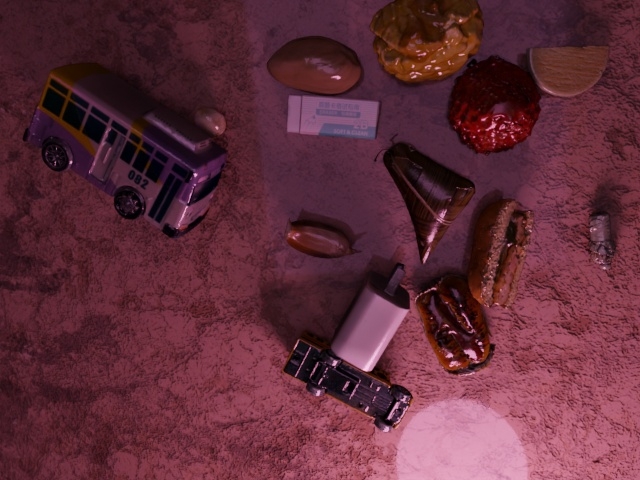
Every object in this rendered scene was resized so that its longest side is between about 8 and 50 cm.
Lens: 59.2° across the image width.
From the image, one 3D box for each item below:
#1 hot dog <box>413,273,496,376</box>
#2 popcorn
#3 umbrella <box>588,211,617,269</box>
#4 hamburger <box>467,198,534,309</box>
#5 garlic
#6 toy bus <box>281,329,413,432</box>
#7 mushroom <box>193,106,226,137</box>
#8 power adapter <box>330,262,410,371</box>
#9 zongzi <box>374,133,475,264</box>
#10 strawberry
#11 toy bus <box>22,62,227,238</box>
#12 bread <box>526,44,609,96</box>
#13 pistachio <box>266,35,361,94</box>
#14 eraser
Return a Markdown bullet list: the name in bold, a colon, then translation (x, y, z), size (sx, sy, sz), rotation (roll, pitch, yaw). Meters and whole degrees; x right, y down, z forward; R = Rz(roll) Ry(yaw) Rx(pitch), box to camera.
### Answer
- **hot dog**: translation (0.342, 0.218, 1.437), size (0.162, 0.082, 0.271), rotation (-21, 99, 13)
- **popcorn**: translation (0.233, -0.468, 1.242), size (0.249, 0.249, 0.226), rotation (-3, 84, 9)
- **umbrella**: translation (0.677, 0.002, 1.358), size (0.067, 0.062, 0.144), rotation (-17, 99, -20)
- **hamburger**: translation (0.418, 0.025, 1.361), size (0.124, 0.131, 0.262), rotation (8, 99, -29)
- **garlic**: translation (0.009, 0.004, 1.415), size (0.198, 0.128, 0.091), rotation (21, 88, 6)
- **toy bus**: translation (0.073, 0.365, 1.483), size (0.335, 0.123, 0.121), rotation (27, 103, 2)
- **mushroom**: translation (-0.279, -0.302, 1.424), size (0.083, 0.084, 0.068), rotation (13, 61, 5)
- **power adapter**: translation (0.141, 0.171, 1.401), size (0.124, 0.187, 0.255), rotation (30, 104, 0)
- **zongzi**: translation (0.216, -0.095, 1.382), size (0.247, 0.111, 0.241), rotation (33, 111, 6)
- **strawberry**: translation (0.409, -0.310, 1.272), size (0.233, 0.178, 0.234), rotation (0, 101, 1)
- **toy bus**: translation (-0.452, -0.226, 1.379), size (0.439, 0.209, 0.249), rotation (35, 114, -1)
- **bread**: translation (0.563, -0.386, 1.291), size (0.192, 0.036, 0.112), rotation (-3, 99, -3)
- **pistachio**: translation (-0.015, -0.416, 1.339), size (0.225, 0.136, 0.136), rotation (7, 103, 13)
- **eraser**: translation (0.032, -0.306, 1.387), size (0.224, 0.052, 0.096), rotation (6, 105, 6)
